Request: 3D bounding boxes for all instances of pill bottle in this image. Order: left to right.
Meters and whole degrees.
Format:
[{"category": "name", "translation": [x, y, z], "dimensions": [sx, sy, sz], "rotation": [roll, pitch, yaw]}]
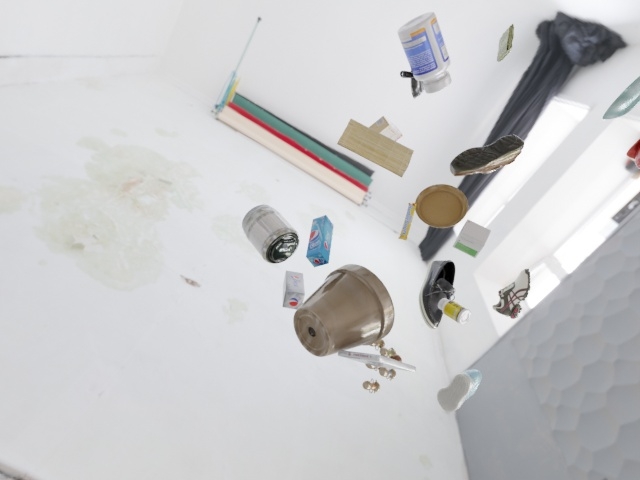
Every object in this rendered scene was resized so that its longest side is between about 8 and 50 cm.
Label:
[{"category": "pill bottle", "translation": [0.422, -0.733, 1.606], "dimensions": [0.272, 0.152, 0.152], "rotation": [58, -168, -30]}, {"category": "pill bottle", "translation": [0.505, 0.265, 1.541], "dimensions": [0.065, 0.065, 0.116], "rotation": [16, -171, -35]}]

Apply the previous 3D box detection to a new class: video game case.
[{"category": "video game case", "translation": [0.191, 0.408, 1.376], "dimensions": [0.201, 0.183, 0.023], "rotation": [27, -114, -37]}]

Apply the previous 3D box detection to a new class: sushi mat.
[{"category": "sushi mat", "translation": [0.239, -0.396, 1.728], "dimensions": [0.317, 0.019, 0.151], "rotation": [26, -115, -3]}]

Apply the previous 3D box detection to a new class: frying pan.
[{"category": "frying pan", "translation": [0.420, -0.754, 1.790], "dimensions": [0.053, 0.197, 0.326], "rotation": [7, 179, 23]}]

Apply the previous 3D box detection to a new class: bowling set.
[{"category": "bowling set", "translation": [0.327, 0.612, 1.995], "dimensions": [0.154, 0.200, 0.287], "rotation": [30, -118, -46]}]

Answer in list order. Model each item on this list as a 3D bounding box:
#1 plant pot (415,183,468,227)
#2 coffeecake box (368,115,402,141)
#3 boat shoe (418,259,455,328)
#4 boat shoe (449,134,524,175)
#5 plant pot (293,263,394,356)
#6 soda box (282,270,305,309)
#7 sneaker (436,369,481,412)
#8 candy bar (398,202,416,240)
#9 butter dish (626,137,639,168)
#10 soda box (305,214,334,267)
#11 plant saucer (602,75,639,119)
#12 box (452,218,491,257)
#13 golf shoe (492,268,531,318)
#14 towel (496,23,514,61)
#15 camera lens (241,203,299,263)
[{"category": "plant pot", "translation": [0.557, -0.155, 1.878], "dimensions": [0.236, 0.236, 0.032], "rotation": [49, 173, 29]}, {"category": "coffeecake box", "translation": [0.321, -0.546, 2.097], "dimensions": [0.185, 0.142, 0.068], "rotation": [9, -129, -57]}, {"category": "boat shoe", "translation": [0.716, 0.305, 2.452], "dimensions": [0.187, 0.156, 0.500], "rotation": [44, -133, -20]}, {"category": "boat shoe", "translation": [0.726, -0.342, 1.764], "dimensions": [0.120, 0.324, 0.122], "rotation": [70, -179, -52]}, {"category": "plant pot", "translation": [0.064, 0.281, 1.502], "dimensions": [0.280, 0.323, 0.323], "rotation": [-23, -121, -41]}, {"category": "soda box", "translation": [-0.137, 0.245, 2.043], "dimensions": [0.098, 0.091, 0.286], "rotation": [11, -165, -8]}, {"category": "sneaker", "translation": [0.763, 0.814, 2.195], "dimensions": [0.150, 0.366, 0.135], "rotation": [-11, -126, -24]}, {"category": "candy bar", "translation": [0.354, -0.079, 1.648], "dimensions": [0.040, 0.161, 0.018], "rotation": [11, 172, 44]}, {"category": "butter dish", "translation": [1.009, -0.240, 1.189], "dimensions": [0.160, 0.118, 0.160], "rotation": [26, 159, 15]}, {"category": "soda box", "translation": [0.000, 0.000, 1.600], "dimensions": [0.071, 0.067, 0.210], "rotation": [52, -148, -36]}, {"category": "plant saucer", "translation": [0.996, -0.457, 1.294], "dimensions": [0.195, 0.195, 0.037], "rotation": [-4, -132, -53]}, {"category": "box", "translation": [0.592, -0.007, 1.590], "dimensions": [0.101, 0.087, 0.102], "rotation": [29, -127, 13]}, {"category": "golf shoe", "translation": [0.936, 0.255, 1.973], "dimensions": [0.120, 0.272, 0.105], "rotation": [16, -156, 12]}, {"category": "towel", "translation": [0.775, -0.821, 1.697], "dimensions": [0.027, 0.110, 0.148], "rotation": [7, -176, 5]}, {"category": "camera lens", "translation": [-0.256, -0.032, 2.102], "dimensions": [0.219, 0.219, 0.274], "rotation": [4, -146, -48]}]
